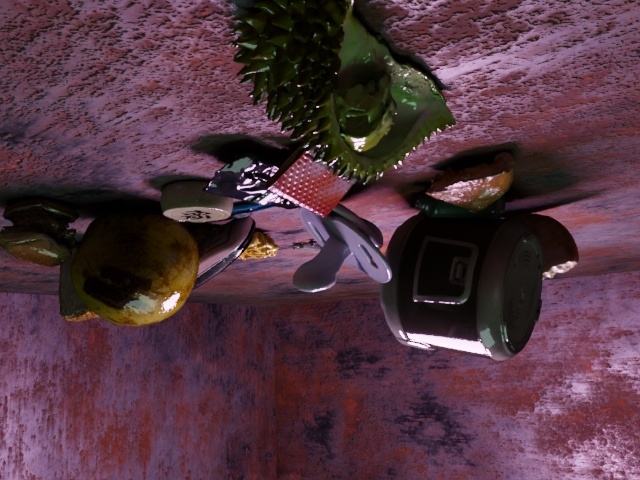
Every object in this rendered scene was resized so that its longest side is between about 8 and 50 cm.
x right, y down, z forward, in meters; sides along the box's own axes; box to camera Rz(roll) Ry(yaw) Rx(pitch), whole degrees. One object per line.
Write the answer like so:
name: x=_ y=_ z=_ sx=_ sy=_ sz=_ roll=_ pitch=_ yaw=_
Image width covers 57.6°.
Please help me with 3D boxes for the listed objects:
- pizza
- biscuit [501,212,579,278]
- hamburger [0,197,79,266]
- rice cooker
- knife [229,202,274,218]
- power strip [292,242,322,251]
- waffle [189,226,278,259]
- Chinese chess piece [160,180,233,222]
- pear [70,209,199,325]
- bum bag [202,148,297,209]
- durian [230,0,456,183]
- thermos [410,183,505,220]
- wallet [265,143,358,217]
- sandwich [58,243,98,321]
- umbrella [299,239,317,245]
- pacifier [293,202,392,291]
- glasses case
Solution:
pizza: x=0.277 y=-0.106 z=1.090 sx=0.161 sy=0.063 sz=0.182 roll=-9 pitch=162 yaw=10
biscuit: x=0.487 y=0.029 z=1.471 sx=0.309 sy=0.205 sz=0.040 roll=-22 pitch=137 yaw=34
hamburger: x=-0.612 y=-0.013 z=1.244 sx=0.184 sy=0.131 sz=0.159 roll=-3 pitch=166 yaw=24
rice cooker: x=0.309 y=0.092 z=1.329 sx=0.325 sy=0.335 sz=0.335 roll=7 pitch=176 yaw=37
knife: x=-0.140 y=-0.075 z=1.279 sx=0.296 sy=0.026 sz=0.044 roll=-10 pitch=155 yaw=37
power strip: x=-0.037 y=0.024 z=1.827 sx=0.051 sy=0.019 sz=0.136 roll=-9 pitch=167 yaw=40
waffle: x=-0.276 y=0.014 z=1.628 sx=0.309 sy=0.065 sz=0.283 roll=10 pitch=163 yaw=-31
Chinese chess piece: x=-0.249 y=-0.075 z=1.173 sx=0.144 sy=0.059 sz=0.144 roll=-2 pitch=170 yaw=0
pear: x=-0.418 y=0.058 z=1.315 sx=0.283 sy=0.284 sz=0.283 roll=-2 pitch=169 yaw=0
bum bag: x=-0.080 y=-0.099 z=1.052 sx=0.137 sy=0.074 sz=0.310 roll=-22 pitch=160 yaw=33
durian: x=0.026 y=-0.175 z=0.674 sx=0.169 sy=0.157 sz=0.355 roll=-43 pitch=155 yaw=14
thermos: x=0.281 y=-0.081 z=1.199 sx=0.187 sy=0.073 sz=0.083 roll=1 pitch=170 yaw=-13
wallet: x=-0.009 y=-0.101 z=1.018 sx=0.103 sy=0.020 sz=0.196 roll=-47 pitch=151 yaw=12
sandwich: x=-0.625 y=0.112 z=1.636 sx=0.251 sy=0.226 sz=0.087 roll=-8 pitch=165 yaw=26
umbrella: x=-0.002 y=0.003 z=1.728 sx=0.148 sy=0.022 sz=0.022 roll=-9 pitch=-151 yaw=34
pacifier: x=0.015 y=0.026 z=1.245 sx=0.279 sy=0.207 sz=0.227 roll=24 pitch=159 yaw=51
glasses case: x=-0.273 y=0.038 z=1.448 sx=0.314 sy=0.122 sz=0.075 roll=-32 pitch=119 yaw=34
